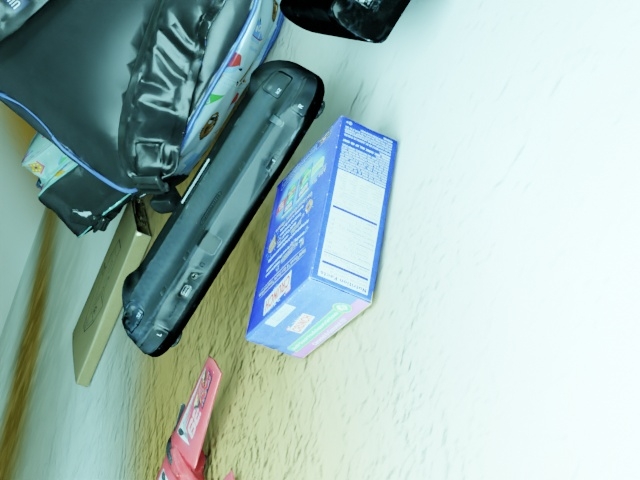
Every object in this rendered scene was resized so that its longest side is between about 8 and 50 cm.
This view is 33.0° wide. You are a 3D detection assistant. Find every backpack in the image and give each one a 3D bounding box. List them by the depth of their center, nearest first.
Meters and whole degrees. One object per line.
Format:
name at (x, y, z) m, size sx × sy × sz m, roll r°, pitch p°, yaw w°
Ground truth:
backpack at (-0.159, -0.204, 0.981) m, size 0.263 × 0.276 × 0.213 m, roll -54°, pitch -2°, yaw 16°
backpack at (-0.275, -0.108, 1.340) m, size 0.166 × 0.144 × 0.188 m, roll -41°, pitch 13°, yaw 6°

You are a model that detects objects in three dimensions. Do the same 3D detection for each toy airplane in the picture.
toy airplane at (-0.083, 0.153, 0.700) m, size 0.151 × 0.028 × 0.151 m, roll -56°, pitch 23°, yaw 39°

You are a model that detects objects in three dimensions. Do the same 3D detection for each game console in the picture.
game console at (-0.024, -0.095, 0.683) m, size 0.361 × 0.044 × 0.213 m, roll -57°, pitch 15°, yaw 6°

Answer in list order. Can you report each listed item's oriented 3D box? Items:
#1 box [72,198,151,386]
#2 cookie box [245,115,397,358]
box at (-0.258, 0.058, 1.324) m, size 0.201 × 0.021 × 0.164 m, roll -65°, pitch 18°, yaw 10°
cookie box at (0.000, 0.000, 0.608) m, size 0.092 × 0.040 × 0.107 m, roll -43°, pitch 30°, yaw 54°
